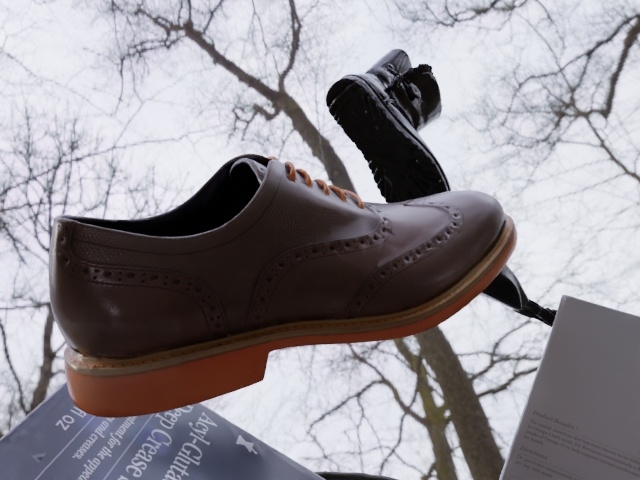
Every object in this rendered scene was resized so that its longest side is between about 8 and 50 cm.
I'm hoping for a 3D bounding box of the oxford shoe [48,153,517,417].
[{"bbox_3d":[0.000,0.000,0.478,0.364,0.130,0.132,-17,-72,-31],"label":"oxford shoe"}]

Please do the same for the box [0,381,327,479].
[{"bbox_3d":[-0.107,0.311,0.528,0.396,0.293,0.212,32,-77,-2],"label":"box"}]

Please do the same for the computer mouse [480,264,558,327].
[{"bbox_3d":[0.193,0.049,0.662,0.242,0.071,0.041,26,-90,-44],"label":"computer mouse"}]

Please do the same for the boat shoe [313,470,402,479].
[{"bbox_3d":[0.074,0.331,0.791,0.335,0.112,0.095,-18,-63,47],"label":"boat shoe"}]

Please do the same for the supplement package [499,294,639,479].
[{"bbox_3d":[0.227,0.154,0.562,0.105,0.179,0.105,17,-17,28],"label":"supplement package"}]

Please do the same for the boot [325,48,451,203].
[{"bbox_3d":[0.136,-0.158,0.982,0.094,0.246,0.207,-36,2,40],"label":"boot"}]
